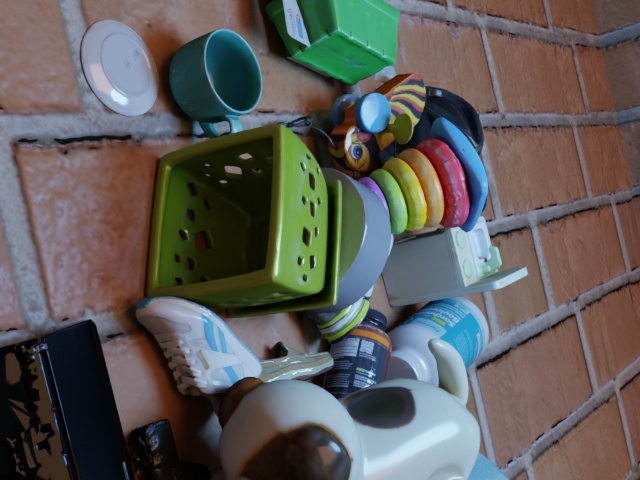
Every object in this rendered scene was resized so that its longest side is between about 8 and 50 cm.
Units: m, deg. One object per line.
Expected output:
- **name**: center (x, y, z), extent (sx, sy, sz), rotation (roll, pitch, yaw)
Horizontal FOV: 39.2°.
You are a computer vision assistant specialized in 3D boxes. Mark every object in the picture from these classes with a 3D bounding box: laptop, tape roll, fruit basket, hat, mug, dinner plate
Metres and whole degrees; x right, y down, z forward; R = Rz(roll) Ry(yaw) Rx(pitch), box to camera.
- **laptop**: center (-0.344, 0.233, 1.038), extent (0.264, 0.136, 0.234), rotation (-15, 91, -29)
- **tape roll**: center (0.000, 0.000, 1.402), extent (0.072, 0.219, 0.219), rotation (25, 60, -49)
- **fruit basket**: center (0.004, -0.470, 1.654), extent (0.327, 0.165, 0.353), rotation (12, 54, -52)
- **hat**: center (0.242, -0.208, 1.775), extent (0.331, 0.134, 0.331), rotation (23, 43, -23)
- **mug**: center (-0.168, -0.231, 1.353), extent (0.129, 0.097, 0.157), rotation (43, 48, -39)
- **dinner plate**: center (-0.279, -0.246, 1.278), extent (0.141, 0.017, 0.141), rotation (24, 60, -49)

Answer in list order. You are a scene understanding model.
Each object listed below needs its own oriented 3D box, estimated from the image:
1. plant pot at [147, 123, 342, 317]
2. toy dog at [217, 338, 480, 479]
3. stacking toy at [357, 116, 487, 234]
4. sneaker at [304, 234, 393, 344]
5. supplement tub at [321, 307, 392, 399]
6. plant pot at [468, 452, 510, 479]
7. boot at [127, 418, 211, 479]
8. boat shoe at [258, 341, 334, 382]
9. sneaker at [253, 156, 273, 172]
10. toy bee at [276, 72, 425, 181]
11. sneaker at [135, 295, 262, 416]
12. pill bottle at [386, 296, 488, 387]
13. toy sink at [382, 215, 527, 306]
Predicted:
- **plant pot**: center (-0.091, -0.007, 1.287), extent (0.207, 0.227, 0.228), rotation (30, 57, -52)
- **toy dog**: center (0.042, 0.318, 1.246), extent (0.408, 0.284, 0.395), rotation (18, 106, -43)
- **stacking toy**: center (0.117, -0.067, 1.527), extent (0.302, 0.166, 0.175), rotation (-21, 64, -16)
- **sneaker**: center (0.039, 0.027, 1.550), extent (0.121, 0.111, 0.300), rotation (44, 41, -25)
- **supplement tub**: center (0.063, 0.213, 1.519), extent (0.106, 0.106, 0.198), rotation (44, 47, -37)
- **plant pot**: center (0.207, 0.488, 1.524), extent (0.247, 0.248, 0.252), rotation (1, 62, -53)
- **boot**: center (-0.199, 0.286, 1.195), extent (0.121, 0.045, 0.099), rotation (-5, 75, -61)
- **boat shoe**: center (-0.050, 0.191, 1.412), extent (0.190, 0.068, 0.072), rotation (-10, 76, -54)
- **sneaker**: center (-0.056, -0.095, 1.506), extent (0.170, 0.051, 0.089), rotation (25, 60, -42)
- **toy bee**: center (0.070, -0.185, 1.621), extent (0.195, 0.298, 0.162), rotation (-135, -153, -69)
- **sneaker**: center (-0.170, 0.158, 1.238), extent (0.228, 0.087, 0.092), rotation (46, 49, -32)
- **pill bottle**: center (0.201, 0.206, 1.672), extent (0.264, 0.146, 0.146), rotation (-28, 102, -54)
- **toy sink**: center (0.252, 0.034, 1.723), extent (0.153, 0.234, 0.131), rotation (-17, 93, -54)
